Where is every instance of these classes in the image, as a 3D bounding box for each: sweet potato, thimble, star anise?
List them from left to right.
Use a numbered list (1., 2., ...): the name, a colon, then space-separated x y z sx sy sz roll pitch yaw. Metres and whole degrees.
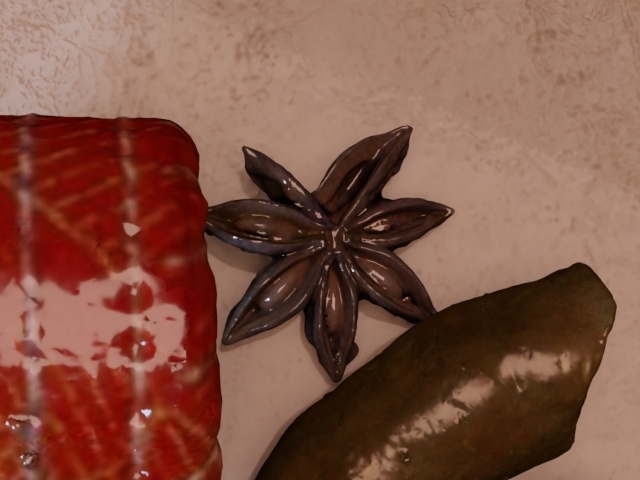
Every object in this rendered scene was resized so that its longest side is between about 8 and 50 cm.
1. thimble: -0.189 0.077 1.375 0.230 0.350 0.350 -3 84 -5
2. star anise: 0.007 0.015 1.531 0.212 0.073 0.197 -8 92 -15
3. sweet potato: 0.069 0.151 1.485 0.369 0.158 0.158 -31 87 -3
